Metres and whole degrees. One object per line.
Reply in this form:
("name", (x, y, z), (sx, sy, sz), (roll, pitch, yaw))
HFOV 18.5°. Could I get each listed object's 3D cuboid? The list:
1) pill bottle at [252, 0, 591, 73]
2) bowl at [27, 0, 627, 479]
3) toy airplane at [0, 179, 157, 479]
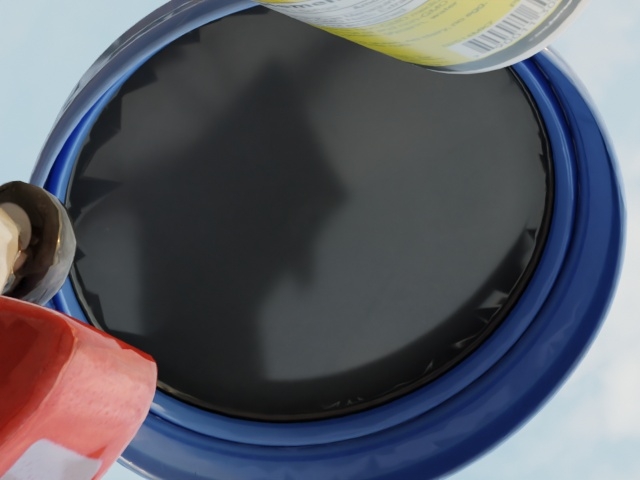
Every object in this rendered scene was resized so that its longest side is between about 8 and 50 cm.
("pill bottle", (0.010, -0.131, 0.655), (0.119, 0.208, 0.119), (-4, -99, 30))
("bowl", (0.000, 0.000, 1.266), (0.391, 0.391, 0.077), (-31, -149, 8))
("toy airplane", (-0.290, 0.114, 0.823), (0.384, 0.386, 0.272), (130, -38, -61))
